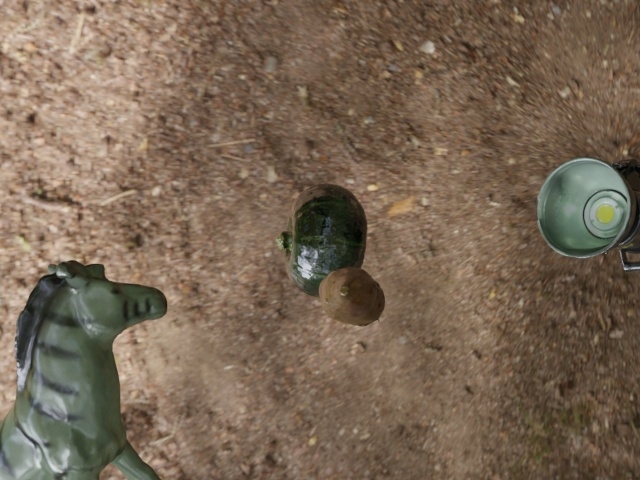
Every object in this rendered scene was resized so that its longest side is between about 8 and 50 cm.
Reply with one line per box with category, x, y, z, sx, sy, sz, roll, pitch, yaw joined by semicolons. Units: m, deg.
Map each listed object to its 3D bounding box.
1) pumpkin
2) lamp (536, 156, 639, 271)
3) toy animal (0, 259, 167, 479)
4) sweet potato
pumpkin;0.003;0.000;1.384;0.125;0.167;0.167;23;103;-22
lamp;0.444;-0.044;1.434;0.147;0.227;0.171;-8;80;41
toy animal;-0.167;0.122;0.568;0.217;0.073;0.176;-29;98;19
sweet potato;0.030;0.053;0.886;0.065;0.218;0.051;18;85;0
